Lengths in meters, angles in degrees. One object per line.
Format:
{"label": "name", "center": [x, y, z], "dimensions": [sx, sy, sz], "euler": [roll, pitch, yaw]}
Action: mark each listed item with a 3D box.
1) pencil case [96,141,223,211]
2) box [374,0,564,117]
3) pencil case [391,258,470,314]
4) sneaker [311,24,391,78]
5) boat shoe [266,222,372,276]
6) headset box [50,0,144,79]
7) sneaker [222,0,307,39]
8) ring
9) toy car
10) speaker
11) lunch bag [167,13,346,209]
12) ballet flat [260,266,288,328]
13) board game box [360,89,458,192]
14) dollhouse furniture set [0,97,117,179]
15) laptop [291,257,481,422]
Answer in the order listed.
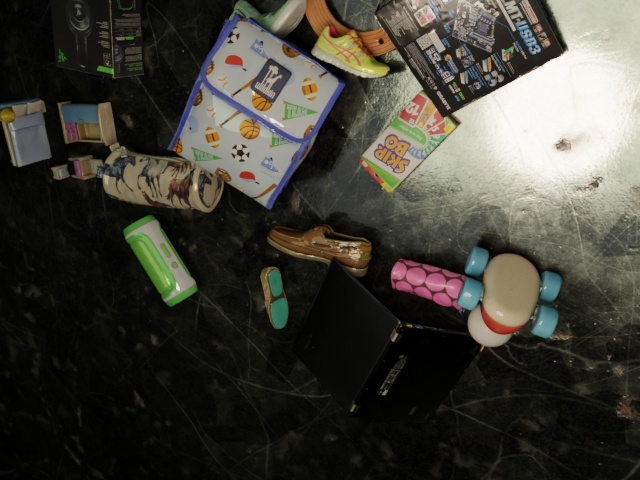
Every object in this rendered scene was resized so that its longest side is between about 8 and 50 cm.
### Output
{"label": "pencil case", "center": [-0.485, -0.192, 1.777], "dimensions": [0.410, 0.160, 0.184], "euler": [8, 128, 26]}
{"label": "box", "center": [0.316, -0.454, 1.237], "dimensions": [0.293, 0.073, 0.295], "euler": [-26, 117, 32]}
{"label": "pencil case", "center": [0.292, 0.119, 1.526], "dimensions": [0.209, 0.095, 0.098], "euler": [19, 145, 23]}
{"label": "sneaker", "center": [0.078, -0.453, 1.384], "dimensions": [0.208, 0.081, 0.094], "euler": [27, 114, 14]}
{"label": "boat shoe", "center": [0.000, 0.000, 1.631], "dimensions": [0.307, 0.111, 0.104], "euler": [17, 113, 11]}
{"label": "headset box", "center": [-0.663, -0.628, 1.718], "dimensions": [0.246, 0.131, 0.283], "euler": [18, 117, 22]}
{"label": "sneaker", "center": [-0.152, -0.572, 1.474], "dimensions": [0.256, 0.094, 0.151], "euler": [-32, 93, 43]}
{"label": "ring", "center": [0.105, -0.610, 1.370], "dimensions": [0.336, 0.032, 0.337], "euler": [11, 115, 25]}
{"label": "toy car", "center": [0.434, 0.171, 1.427], "dimensions": [0.219, 0.210, 0.238], "euler": [20, 139, 7]}
{"label": "speaker", "center": [-0.532, 0.068, 1.926], "dimensions": [0.131, 0.131, 0.297], "euler": [-28, 95, 34]}
{"label": "lunch bag", "center": [-0.160, -0.327, 1.476], "dimensions": [0.327, 0.239, 0.385], "euler": [31, 120, -7]}
{"label": "ballet flat", "center": [-0.146, 0.174, 1.805], "dimensions": [0.067, 0.073, 0.206], "euler": [18, 118, 52]}
{"label": "board game box", "center": [0.213, -0.242, 1.457], "dimensions": [0.124, 0.039, 0.259], "euler": [47, 126, 5]}
{"label": "dollhouse furniture set", "center": [-0.833, -0.304, 1.835], "dimensions": [0.198, 0.303, 0.286], "euler": [8, 113, 27]}
{"label": "laptop", "center": [0.175, 0.296, 1.641], "dimensions": [0.407, 0.236, 0.382], "euler": [11, 126, -17]}
